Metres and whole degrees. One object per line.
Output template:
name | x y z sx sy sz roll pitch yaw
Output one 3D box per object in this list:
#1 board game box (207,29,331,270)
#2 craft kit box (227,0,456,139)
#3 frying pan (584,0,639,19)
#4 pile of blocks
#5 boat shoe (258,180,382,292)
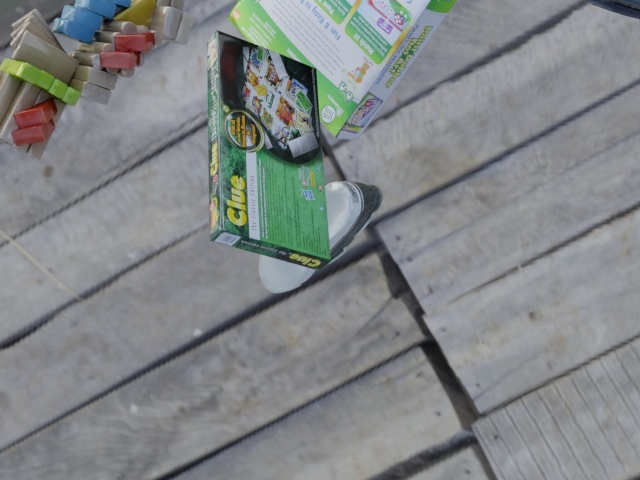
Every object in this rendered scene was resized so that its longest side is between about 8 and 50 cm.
board game box | -0.058 -0.100 1.097 0.030 0.136 0.260 -36 47 42
craft kit box | 0.026 -0.296 1.256 0.250 0.061 0.246 51 117 25
frying pan | 0.341 -0.142 0.758 0.326 0.197 0.053 20 85 -12
pile of blocks | -0.310 -0.252 1.356 0.362 0.149 0.112 -45 36 -19
boat shoe | 0.000 0.000 1.297 0.219 0.070 0.078 -41 65 42
